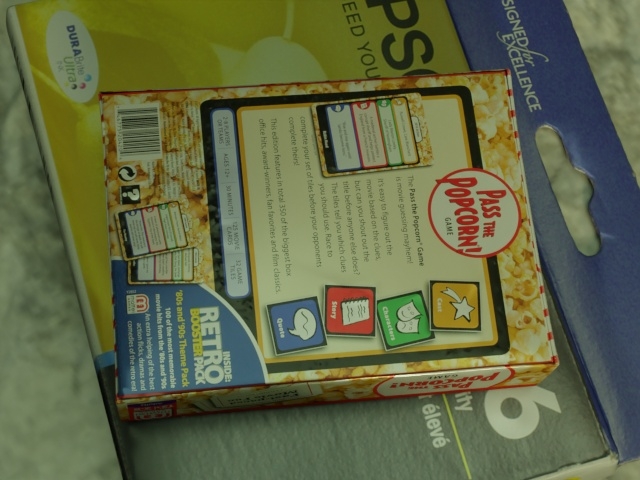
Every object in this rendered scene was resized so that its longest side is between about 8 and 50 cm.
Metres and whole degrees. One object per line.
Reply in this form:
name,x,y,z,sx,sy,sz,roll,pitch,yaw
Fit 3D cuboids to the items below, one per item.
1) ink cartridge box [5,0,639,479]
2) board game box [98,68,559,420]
ink cartridge box,0.027,-0.008,0.668,0.307,0.072,0.303,-15,72,-9
board game box,0.000,0.000,0.605,0.194,0.045,0.146,-3,71,-7
